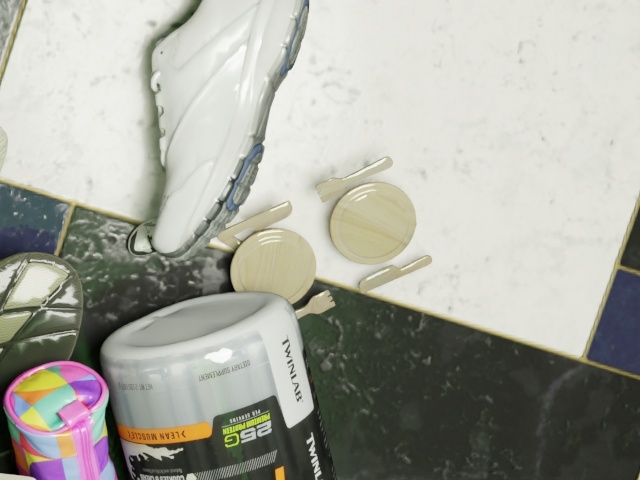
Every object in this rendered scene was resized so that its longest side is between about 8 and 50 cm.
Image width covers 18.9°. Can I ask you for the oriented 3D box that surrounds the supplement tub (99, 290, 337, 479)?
[{"bbox_3d":[-0.083,0.222,1.836,0.193,0.193,0.316,-17,103,-10],"label":"supplement tub"}]

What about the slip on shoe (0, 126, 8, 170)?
[{"bbox_3d":[-0.405,0.018,1.784,0.101,0.123,0.331,30,98,16],"label":"slip on shoe"}]

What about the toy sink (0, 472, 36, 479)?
[{"bbox_3d":[-0.330,0.341,1.726,0.131,0.234,0.153,3,128,27],"label":"toy sink"}]

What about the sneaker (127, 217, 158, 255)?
[{"bbox_3d":[-0.147,-0.008,1.864,0.083,0.037,0.032,-25,106,-6],"label":"sneaker"}]

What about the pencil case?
[{"bbox_3d":[-0.233,0.223,1.807,0.104,0.104,0.236,-15,131,-10],"label":"pencil case"}]

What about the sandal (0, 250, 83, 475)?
[{"bbox_3d":[-0.322,0.137,1.831,0.120,0.086,0.303,19,109,-21],"label":"sandal"}]

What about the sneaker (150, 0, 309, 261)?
[{"bbox_3d":[-0.107,-0.125,1.826,0.129,0.111,0.297,18,83,5],"label":"sneaker"}]

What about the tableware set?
[{"bbox_3d":[0.000,0.000,1.900,0.194,0.039,0.128,-24,115,-2],"label":"tableware set"}]
